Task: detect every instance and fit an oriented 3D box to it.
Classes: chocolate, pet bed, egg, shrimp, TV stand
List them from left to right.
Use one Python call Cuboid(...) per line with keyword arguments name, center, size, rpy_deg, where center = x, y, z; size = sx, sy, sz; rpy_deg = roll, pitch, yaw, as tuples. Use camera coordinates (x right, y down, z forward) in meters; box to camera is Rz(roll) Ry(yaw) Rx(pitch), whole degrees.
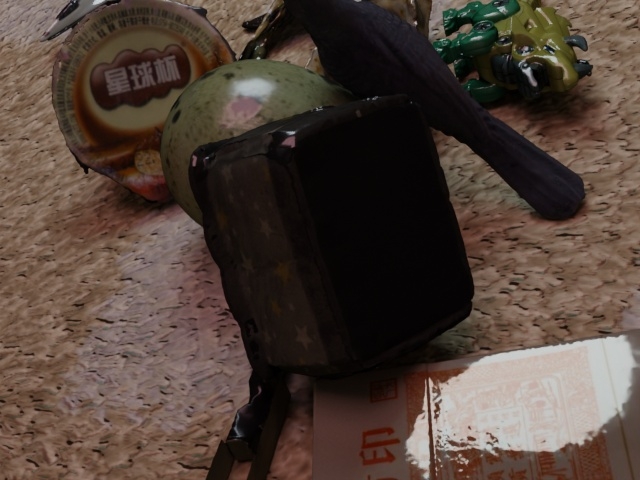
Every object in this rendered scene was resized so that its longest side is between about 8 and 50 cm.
Cuboid(name="chocolate", center=(-0.173, -0.156, 1.186), size=(0.221, 0.221, 0.147), rpy_deg=(-15, 4, 7))
Cuboid(name="TV stand", center=(-0.063, 0.172, 0.893), size=(0.042, 0.036, 0.249), rpy_deg=(-1, 47, 22))
Cuboid(name="egg", center=(-0.039, -0.083, 1.039), size=(0.228, 0.177, 0.177), rpy_deg=(5, 46, -1))
Cuboid(name="shrimp", center=(-0.021, -0.256, 1.220), size=(0.198, 0.051, 0.262), rpy_deg=(-57, 20, -3))
Cuboid(name="pet bed", center=(0.000, 0.000, 0.894), size=(0.183, 0.211, 0.159), rpy_deg=(-25, 11, -40))

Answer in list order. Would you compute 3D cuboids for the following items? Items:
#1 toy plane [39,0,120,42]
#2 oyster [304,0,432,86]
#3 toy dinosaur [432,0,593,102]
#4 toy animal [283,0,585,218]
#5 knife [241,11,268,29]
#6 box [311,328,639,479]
Cuboid(name="toy plane", center=(-0.287, -0.336, 1.465), size=(0.160, 0.082, 0.234), rpy_deg=(30, 78, 29))
Cuboid(name="oyster", center=(0.061, -0.193, 1.175), size=(0.161, 0.107, 0.232), rpy_deg=(7, 68, 16))
Cuboid(name="toy dinosaur", center=(0.196, -0.218, 1.144), size=(0.153, 0.094, 0.259), rpy_deg=(-9, 37, 11))
Cuboid(name="toy animal", center=(0.071, -0.155, 1.005), size=(0.081, 0.367, 0.206), rpy_deg=(-52, 24, 7))
Cuboid(name="knife", center=(-0.006, -0.329, 1.376), size=(0.222, 0.021, 0.045), rpy_deg=(-40, 44, -18))
Cuboid(name="box", center=(0.172, 0.165, 0.795), size=(0.365, 0.051, 0.204), rpy_deg=(-11, 44, 12))
